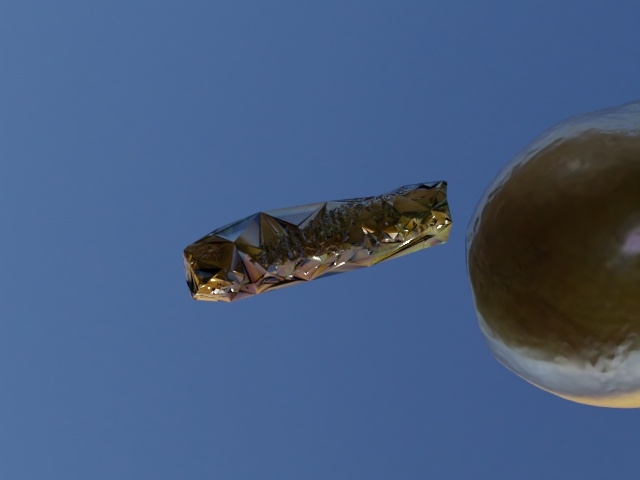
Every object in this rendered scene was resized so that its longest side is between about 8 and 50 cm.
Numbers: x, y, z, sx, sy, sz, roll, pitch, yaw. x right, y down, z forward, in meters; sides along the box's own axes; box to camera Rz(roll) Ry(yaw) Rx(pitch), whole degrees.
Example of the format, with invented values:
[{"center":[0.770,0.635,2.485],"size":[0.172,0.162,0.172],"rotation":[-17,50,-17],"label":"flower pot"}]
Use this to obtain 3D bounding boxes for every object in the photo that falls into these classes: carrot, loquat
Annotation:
[{"center":[0.000,0.001,1.529],"size":[0.069,0.228,0.069],"rotation":[166,-90,-76],"label":"carrot"},{"center":[0.198,0.004,1.100],"size":[0.227,0.179,0.179],"rotation":[-17,-119,4],"label":"loquat"}]
